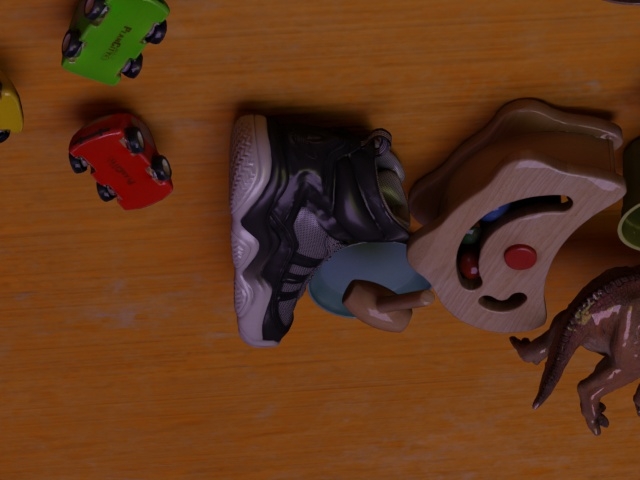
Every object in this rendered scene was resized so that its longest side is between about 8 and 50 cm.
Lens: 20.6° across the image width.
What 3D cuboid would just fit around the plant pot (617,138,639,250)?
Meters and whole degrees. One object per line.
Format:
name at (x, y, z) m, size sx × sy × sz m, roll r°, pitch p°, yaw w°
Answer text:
plant pot at (0.291, -0.046, 1.511) m, size 0.083 × 0.079 × 0.083 m, roll -3°, pitch 145°, yaw -2°

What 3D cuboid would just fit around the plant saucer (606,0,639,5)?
plant saucer at (0.250, -0.243, 1.297) m, size 0.168 × 0.029 × 0.168 m, roll -4°, pitch 143°, yaw -3°

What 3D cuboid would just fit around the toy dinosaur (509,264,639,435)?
toy dinosaur at (0.298, 0.062, 1.573) m, size 0.296 × 0.127 × 0.200 m, roll -8°, pitch 147°, yaw -37°

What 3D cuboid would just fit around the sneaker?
sneaker at (0.000, 0.000, 1.512) m, size 0.153 × 0.101 × 0.268 m, roll -2°, pitch 139°, yaw -2°

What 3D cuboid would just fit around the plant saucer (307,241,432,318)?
plant saucer at (0.046, 0.030, 1.623) m, size 0.119 × 0.021 × 0.119 m, roll -4°, pitch 142°, yaw -3°

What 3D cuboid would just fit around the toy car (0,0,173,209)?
toy car at (-0.185, -0.130, 1.363) m, size 0.239 × 0.053 × 0.225 m, roll 17°, pitch 136°, yaw -28°

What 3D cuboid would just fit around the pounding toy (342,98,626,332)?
pounding toy at (0.156, 0.020, 1.505) m, size 0.154 × 0.155 × 0.269 m, roll 30°, pitch 130°, yaw -23°
